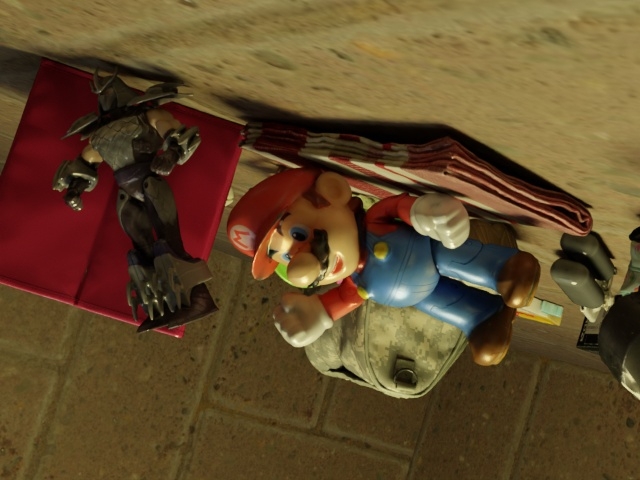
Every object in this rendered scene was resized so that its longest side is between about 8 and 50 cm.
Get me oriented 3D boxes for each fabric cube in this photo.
[{"bbox_3d":[-0.254,-0.040,1.291,0.259,0.258,0.254,18,173,-8],"label":"fabric cube"}]

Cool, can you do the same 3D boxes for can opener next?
[{"bbox_3d":[0.324,0.047,1.317,0.093,0.074,0.280,16,174,21],"label":"can opener"}]

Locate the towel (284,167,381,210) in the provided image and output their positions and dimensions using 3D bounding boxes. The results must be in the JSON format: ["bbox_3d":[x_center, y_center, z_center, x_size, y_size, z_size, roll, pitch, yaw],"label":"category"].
[{"bbox_3d":[0.022,-0.066,1.373,0.110,0.027,0.148,15,173,19],"label":"towel"}]

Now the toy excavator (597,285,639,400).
[{"bbox_3d":[0.518,0.141,0.826,0.433,0.445,0.222,54,-171,-27],"label":"toy excavator"}]

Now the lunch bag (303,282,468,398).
[{"bbox_3d":[0.094,0.103,1.615,0.213,0.256,0.305,20,174,-20],"label":"lunch bag"}]

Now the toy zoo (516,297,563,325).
[{"bbox_3d":[0.354,0.118,2.096,0.293,0.030,0.192,13,173,40],"label":"toy zoo"}]

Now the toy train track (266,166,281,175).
[{"bbox_3d":[-0.051,-0.092,1.416,0.048,0.014,0.083,11,-179,-9],"label":"toy train track"}]

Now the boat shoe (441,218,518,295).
[{"bbox_3d":[0.185,0.034,1.276,0.092,0.102,0.285,-13,170,21],"label":"boat shoe"}]

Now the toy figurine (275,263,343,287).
[{"bbox_3d":[0.000,0.000,1.411,0.173,0.130,0.159,28,172,-26],"label":"toy figurine"}]

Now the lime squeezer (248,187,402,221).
[{"bbox_3d":[0.005,-0.034,1.316,0.310,0.058,0.110,10,171,33],"label":"lime squeezer"}]

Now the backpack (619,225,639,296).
[{"bbox_3d":[0.365,0.045,0.987,0.152,0.115,0.182,17,177,-26],"label":"backpack"}]

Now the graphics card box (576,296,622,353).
[{"bbox_3d":[0.558,0.159,1.590,0.233,0.094,0.371,17,173,0],"label":"graphics card box"}]

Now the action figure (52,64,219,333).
[{"bbox_3d":[-0.188,-0.049,1.098,0.185,0.285,0.099,-16,-177,40],"label":"action figure"}]

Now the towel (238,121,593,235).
[{"bbox_3d":[0.093,-0.069,1.112,0.237,0.037,0.329,20,176,-41],"label":"towel"}]

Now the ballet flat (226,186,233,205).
[{"bbox_3d":[-0.184,-0.075,1.724,0.079,0.076,0.221,0,-179,-8],"label":"ballet flat"}]

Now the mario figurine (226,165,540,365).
[{"bbox_3d":[0.052,0.036,1.076,0.321,0.198,0.170,19,179,3],"label":"mario figurine"}]
